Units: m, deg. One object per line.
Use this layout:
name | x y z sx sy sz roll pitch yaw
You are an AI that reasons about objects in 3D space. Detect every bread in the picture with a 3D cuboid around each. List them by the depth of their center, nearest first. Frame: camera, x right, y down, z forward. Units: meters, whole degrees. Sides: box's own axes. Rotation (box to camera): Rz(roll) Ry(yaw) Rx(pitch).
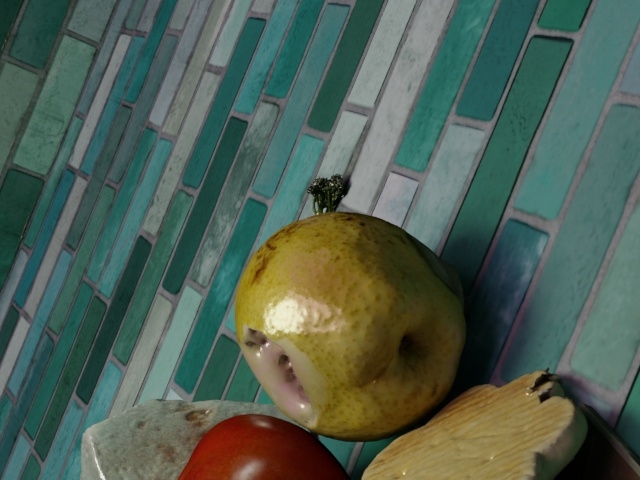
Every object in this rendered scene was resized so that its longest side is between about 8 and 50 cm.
bread | 0.128 0.237 1.307 0.316 0.054 0.316 -34 12 8

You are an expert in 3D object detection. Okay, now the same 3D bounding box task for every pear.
pear | 0.035 0.099 1.508 0.271 0.271 0.271 -40 39 43

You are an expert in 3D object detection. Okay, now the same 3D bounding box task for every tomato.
tomato | -0.071 0.339 1.490 0.298 0.226 0.298 -62 0 0

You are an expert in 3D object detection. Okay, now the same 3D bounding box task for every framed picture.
framed picture | 0.236 0.275 1.275 0.203 0.015 0.150 -62 28 14

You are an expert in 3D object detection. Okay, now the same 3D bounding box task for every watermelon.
watermelon | -0.204 0.321 1.730 0.387 0.258 0.228 -30 31 18

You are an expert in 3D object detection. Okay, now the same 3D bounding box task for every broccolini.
broccolini | 0.000 0.001 1.882 0.052 0.054 0.194 96 -179 -78
